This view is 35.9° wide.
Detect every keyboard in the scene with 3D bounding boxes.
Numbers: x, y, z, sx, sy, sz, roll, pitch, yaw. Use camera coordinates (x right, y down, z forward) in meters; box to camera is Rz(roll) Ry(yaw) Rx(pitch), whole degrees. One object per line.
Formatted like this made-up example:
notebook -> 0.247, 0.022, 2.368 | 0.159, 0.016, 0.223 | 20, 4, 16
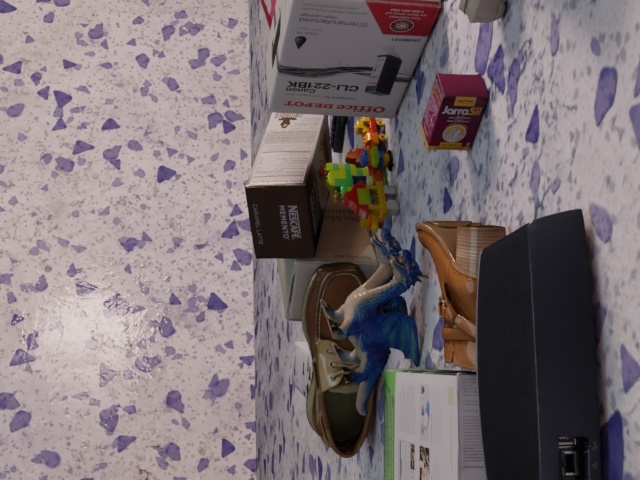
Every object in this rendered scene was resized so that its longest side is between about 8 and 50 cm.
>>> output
keyboard -> 0.037, -0.259, 1.885 | 0.108, 0.023, 0.180 | -109, 22, -63

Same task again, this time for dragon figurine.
dragon figurine -> 0.088, 0.128, 1.346 | 0.085, 0.144, 0.289 | -113, 7, -63

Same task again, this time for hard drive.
hard drive -> 0.187, 0.111, 0.875 | 0.172, 0.054, 0.254 | 132, 139, -75

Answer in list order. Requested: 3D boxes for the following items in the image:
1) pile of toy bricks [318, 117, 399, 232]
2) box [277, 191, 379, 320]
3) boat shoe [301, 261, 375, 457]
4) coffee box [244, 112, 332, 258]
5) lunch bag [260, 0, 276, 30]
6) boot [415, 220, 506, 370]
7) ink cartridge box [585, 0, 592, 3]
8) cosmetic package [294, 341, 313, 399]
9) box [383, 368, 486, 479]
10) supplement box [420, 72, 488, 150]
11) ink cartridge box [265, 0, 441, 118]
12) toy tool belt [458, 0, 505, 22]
pile of toy bricks -> 0.050, -0.098, 1.540 | 0.118, 0.105, 0.212 | 104, 164, -51
box -> 0.000, 0.000, 1.704 | 0.311, 0.148, 0.121 | -105, 20, -54
boat shoe -> 0.042, 0.194, 1.550 | 0.120, 0.123, 0.324 | -121, 26, -63
coffee box -> -0.045, -0.097, 1.600 | 0.246, 0.098, 0.141 | -77, -16, -52
lunch bag -> -0.042, -0.433, 1.765 | 0.293, 0.120, 0.258 | -80, -30, -72
boot -> 0.147, 0.056, 1.069 | 0.197, 0.073, 0.152 | -151, 62, -80
ink cartridge box -> 0.197, -0.290, 0.874 | 0.180, 0.060, 0.104 | -102, 18, -55
cosmetic package -> -0.006, 0.258, 1.930 | 0.239, 0.060, 0.098 | -178, 90, -80
box -> 0.135, 0.267, 1.151 | 0.322, 0.059, 0.232 | 152, 119, -77
supplement box -> 0.152, -0.145, 1.124 | 0.083, 0.055, 0.043 | 102, 164, -47
ink cartridge box -> 0.036, -0.292, 1.391 | 0.273, 0.197, 0.114 | 112, 158, -63
toy tool belt -> 0.172, -0.274, 1.041 | 0.083, 0.052, 0.051 | 102, 157, -43
